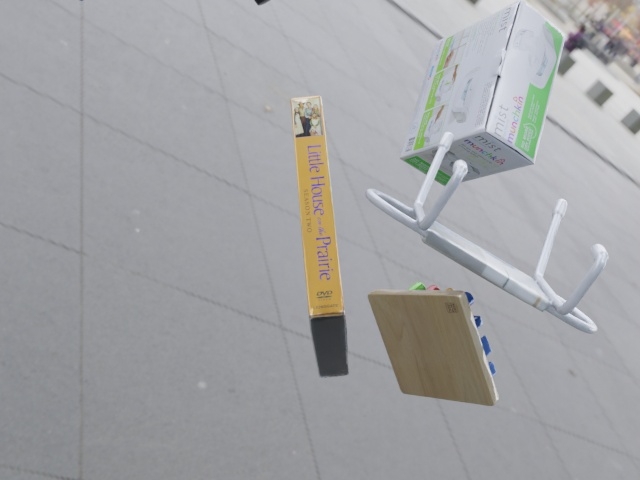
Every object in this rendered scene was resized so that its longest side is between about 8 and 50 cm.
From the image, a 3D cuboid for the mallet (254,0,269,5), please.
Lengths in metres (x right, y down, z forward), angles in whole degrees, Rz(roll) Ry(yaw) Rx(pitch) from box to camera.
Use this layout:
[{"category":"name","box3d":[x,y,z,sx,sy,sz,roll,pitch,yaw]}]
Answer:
[{"category":"mallet","box3d":[-0.052,-0.456,1.228,0.062,0.189,0.039,53,32,-2]}]

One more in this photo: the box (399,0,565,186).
[{"category":"box","box3d":[0.283,-0.254,1.371,0.126,0.231,0.262,27,70,-26]}]

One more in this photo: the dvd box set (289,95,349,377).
[{"category":"dvd box set","box3d":[0.000,0.000,1.391,0.308,0.062,0.421,84,0,-62]}]

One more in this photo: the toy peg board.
[{"category":"toy peg board","box3d":[0.169,0.128,1.055,0.079,0.160,0.161,-32,109,-39]}]

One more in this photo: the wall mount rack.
[{"category":"wall mount rack","box3d":[0.239,-0.028,1.042,0.350,0.131,0.304,31,13,-2]}]
